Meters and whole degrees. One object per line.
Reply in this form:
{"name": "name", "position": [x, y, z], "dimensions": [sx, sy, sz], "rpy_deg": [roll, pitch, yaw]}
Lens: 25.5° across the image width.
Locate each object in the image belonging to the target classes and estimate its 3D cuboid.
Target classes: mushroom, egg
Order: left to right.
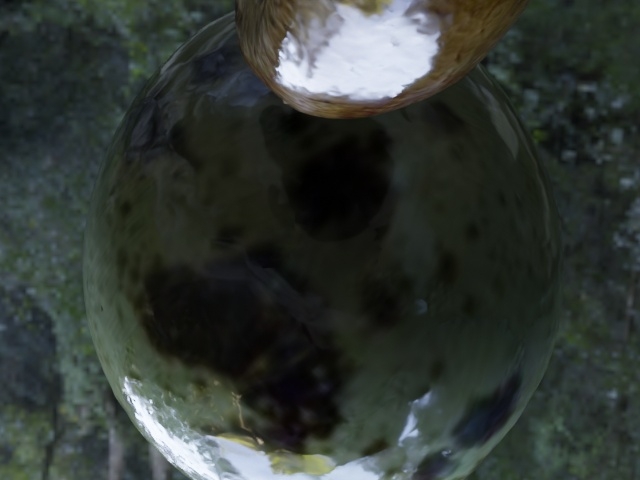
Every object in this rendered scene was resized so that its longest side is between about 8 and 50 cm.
{"name": "egg", "position": [0.000, 0.000, 1.038], "dimensions": [0.345, 0.345, 0.428], "rpy_deg": [0, -137, -9]}
{"name": "mushroom", "position": [0.036, -0.242, 0.719], "dimensions": [0.239, 0.345, 0.345], "rpy_deg": [-24, -153, -18]}
